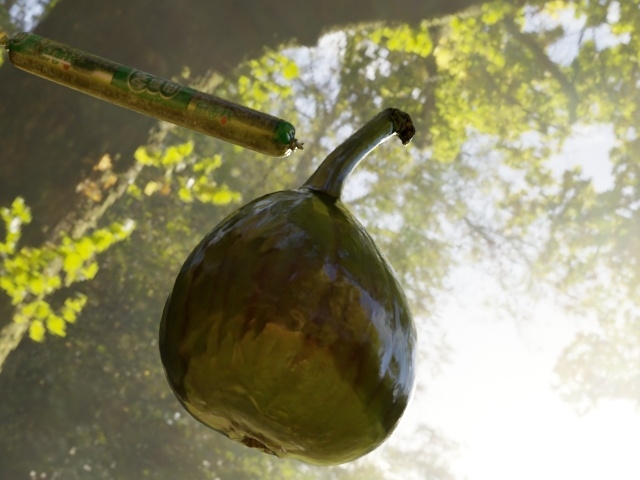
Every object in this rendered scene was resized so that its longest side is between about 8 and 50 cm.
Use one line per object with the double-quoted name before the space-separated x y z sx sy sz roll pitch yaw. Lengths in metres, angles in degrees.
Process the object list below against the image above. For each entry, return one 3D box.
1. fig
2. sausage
"fig" 0.000 0.000 0.600 0.151 0.259 0.151 14 -25 7
"sausage" -0.137 -0.116 0.795 0.269 0.032 0.033 20 -20 10
